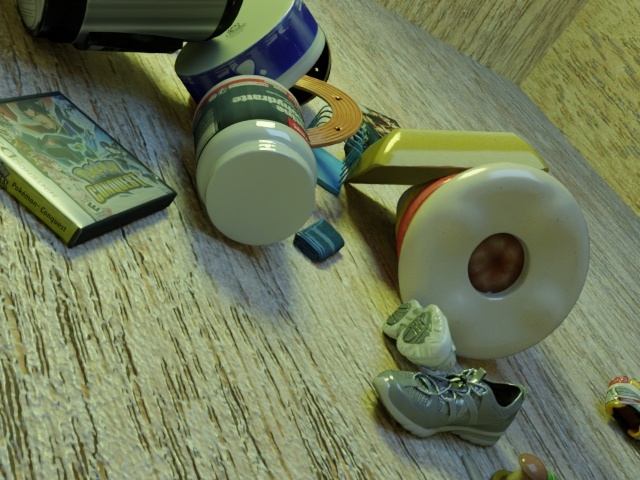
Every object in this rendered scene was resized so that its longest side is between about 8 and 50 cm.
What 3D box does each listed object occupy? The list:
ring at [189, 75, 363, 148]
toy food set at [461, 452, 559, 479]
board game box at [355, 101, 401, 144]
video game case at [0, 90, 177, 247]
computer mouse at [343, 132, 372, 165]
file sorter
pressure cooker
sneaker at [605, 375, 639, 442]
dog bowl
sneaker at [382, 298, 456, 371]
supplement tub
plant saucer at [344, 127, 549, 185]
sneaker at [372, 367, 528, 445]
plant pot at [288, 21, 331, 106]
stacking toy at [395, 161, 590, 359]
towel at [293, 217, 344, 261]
[{"bbox_3d":[-0.085,-0.253,1.936,0.337,0.032,0.336,7,32,-4],"label":"ring"},{"bbox_3d":[0.321,0.368,1.449,0.218,0.071,0.128,28,24,-23],"label":"toy food set"},{"bbox_3d":[0.167,-0.234,2.426,0.165,0.042,0.243,18,29,-40],"label":"board game box"},{"bbox_3d":[-0.358,-0.111,1.398,0.248,0.035,0.275,40,22,6],"label":"video game case"},{"bbox_3d":[0.082,-0.203,2.258,0.071,0.041,0.242,34,16,-6],"label":"computer mouse"},{"bbox_3d":[0.021,-0.191,2.039,0.118,0.104,0.170,35,22,-10],"label":"file sorter"},{"bbox_3d":[-0.366,-0.514,1.677,0.421,0.370,0.375,-6,65,-27],"label":"pressure cooker"},{"bbox_3d":[0.637,0.370,1.938,0.225,0.088,0.093,40,43,5],"label":"sneaker"},{"bbox_3d":[-0.129,-0.340,1.804,0.104,0.265,0.265,55,12,-30],"label":"dog bowl"},{"bbox_3d":[0.177,0.161,1.559,0.115,0.090,0.232,44,2,-10],"label":"sneaker"},{"bbox_3d":[-0.108,-0.134,1.615,0.191,0.191,0.272,28,24,-24],"label":"supplement tub"},{"bbox_3d":[0.234,-0.160,1.960,0.333,0.080,0.333,2,-3,-9],"label":"plant saucer"},{"bbox_3d":[0.192,0.222,1.478,0.281,0.115,0.105,17,30,-41],"label":"sneaker"},{"bbox_3d":[-0.065,-0.385,2.192,0.215,0.215,0.230,40,9,5],"label":"plant pot"},{"bbox_3d":[0.245,-0.013,1.881,0.351,0.350,0.480,29,6,-22],"label":"stacking toy"},{"bbox_3d":[0.000,0.000,1.734,0.067,0.029,0.119,42,22,8],"label":"towel"}]
